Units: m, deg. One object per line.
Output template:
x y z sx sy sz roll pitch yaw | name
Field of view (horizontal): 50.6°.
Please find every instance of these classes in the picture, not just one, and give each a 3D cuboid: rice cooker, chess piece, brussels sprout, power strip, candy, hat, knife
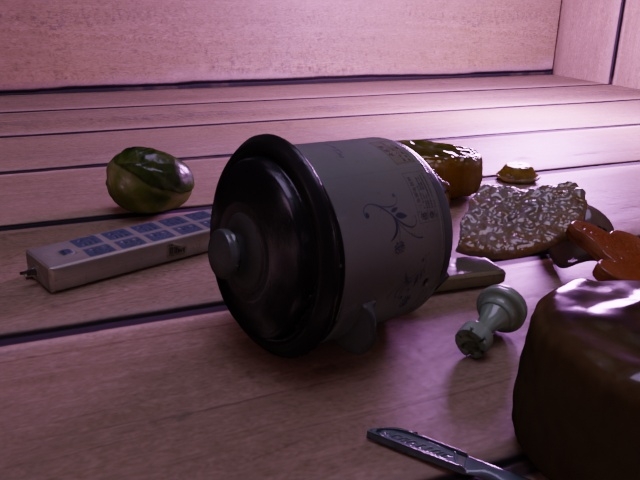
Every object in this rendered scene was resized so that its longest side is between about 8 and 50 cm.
0.000 0.000 0.849 0.317 0.264 0.316 17 51 -22 | rice cooker
0.212 0.105 0.856 0.067 0.067 0.103 16 34 35 | chess piece
-0.343 -0.121 1.330 0.183 0.131 0.145 9 16 7 | brussels sprout
-0.302 0.011 1.106 0.367 0.043 0.106 -17 26 -39 | power strip
0.230 -0.156 1.489 0.260 0.118 0.260 5 17 -1 | candy
0.448 -0.008 1.127 0.147 0.085 0.175 4 19 4 | hat
0.195 0.052 1.038 0.169 0.028 0.076 -4 21 -19 | power strip
0.138 0.211 0.629 0.210 0.015 0.028 14 29 32 | knife

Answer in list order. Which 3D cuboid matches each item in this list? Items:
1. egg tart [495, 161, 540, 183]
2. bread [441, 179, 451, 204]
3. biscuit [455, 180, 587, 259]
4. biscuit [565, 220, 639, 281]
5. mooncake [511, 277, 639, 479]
0.471 -0.163 1.614 0.105 0.039 0.105 1 22 0 | egg tart
0.094 -0.041 1.149 0.229 0.143 0.139 -5 10 -24 | bread
0.327 -0.040 1.127 0.265 0.040 0.188 -23 38 -16 | biscuit
0.455 0.056 0.976 0.165 0.036 0.250 11 31 -18 | biscuit
0.329 0.139 0.629 0.284 0.155 0.284 5 19 -2 | mooncake
